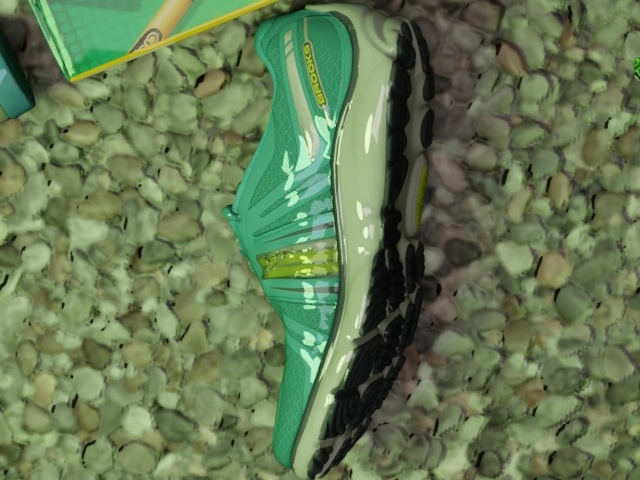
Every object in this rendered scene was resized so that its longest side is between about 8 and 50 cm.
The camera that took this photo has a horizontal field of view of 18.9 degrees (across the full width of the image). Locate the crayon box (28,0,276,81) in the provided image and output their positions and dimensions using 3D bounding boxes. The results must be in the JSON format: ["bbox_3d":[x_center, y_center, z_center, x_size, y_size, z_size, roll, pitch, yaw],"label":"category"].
[{"bbox_3d":[-0.011,-0.179,1.024,0.278,0.165,0.081,-21,100,7],"label":"crayon box"}]

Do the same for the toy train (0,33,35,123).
[{"bbox_3d":[-0.276,-0.137,1.069,0.143,0.105,0.248,-31,111,-2],"label":"toy train"}]

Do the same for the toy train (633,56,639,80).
[{"bbox_3d":[0.211,-0.119,1.095,0.083,0.023,0.017,-43,97,11],"label":"toy train"}]

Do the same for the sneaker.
[{"bbox_3d":[0.000,0.000,1.112,0.110,0.107,0.275,8,99,21],"label":"sneaker"}]
